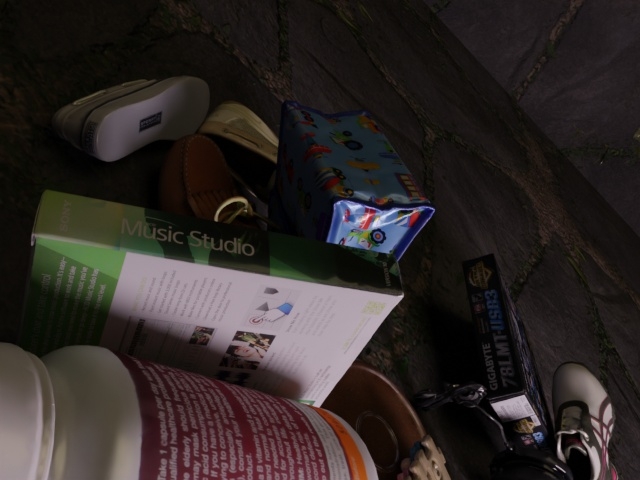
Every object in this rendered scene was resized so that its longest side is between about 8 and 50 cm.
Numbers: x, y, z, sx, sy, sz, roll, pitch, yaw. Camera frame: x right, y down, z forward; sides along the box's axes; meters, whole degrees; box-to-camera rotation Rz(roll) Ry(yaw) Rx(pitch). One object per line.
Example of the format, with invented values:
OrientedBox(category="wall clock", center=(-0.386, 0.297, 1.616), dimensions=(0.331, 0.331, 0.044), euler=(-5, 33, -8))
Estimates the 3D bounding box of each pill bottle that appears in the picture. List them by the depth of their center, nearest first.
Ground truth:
OrientedBox(category="pill bottle", center=(-0.152, 0.216, 0.633), dimensions=(0.392, 0.224, 0.224), euler=(26, 41, -40))

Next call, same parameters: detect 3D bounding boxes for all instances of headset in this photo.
OrientedBox(category="headset", center=(0.278, 0.408, 1.165), dimensions=(0.243, 0.185, 0.394), euler=(-20, 92, -55))

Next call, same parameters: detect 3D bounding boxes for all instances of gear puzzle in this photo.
OrientedBox(category="gear puzzle", center=(0.179, 0.434, 0.977), dimensions=(0.339, 0.044, 0.175), euler=(65, 21, -2))

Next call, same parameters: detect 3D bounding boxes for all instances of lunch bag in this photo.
OrientedBox(category="lunch bag", center=(0.000, 0.000, 1.004), dimensions=(0.138, 0.293, 0.221), euler=(3, 39, -25))

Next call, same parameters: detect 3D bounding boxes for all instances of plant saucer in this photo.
OrientedBox(category="plant saucer", center=(0.066, 0.285, 1.038), dimensions=(0.311, 0.050, 0.310), euler=(34, 36, -29))

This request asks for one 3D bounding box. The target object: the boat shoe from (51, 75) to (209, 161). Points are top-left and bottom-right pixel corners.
OrientedBox(category="boat shoe", center=(-0.249, -0.174, 1.019), dimensions=(0.088, 0.096, 0.267), euler=(22, 32, 17))

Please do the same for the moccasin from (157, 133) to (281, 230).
OrientedBox(category="moccasin", center=(-0.112, 0.019, 0.955), dimensions=(0.139, 0.147, 0.380), euler=(19, 46, -45))

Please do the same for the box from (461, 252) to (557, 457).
OrientedBox(category="box", center=(0.350, 0.223, 1.378), dimensions=(0.293, 0.073, 0.295), euler=(56, 23, -45))

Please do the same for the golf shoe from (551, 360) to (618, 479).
OrientedBox(category="golf shoe", center=(0.457, 0.332, 1.309), dimensions=(0.120, 0.105, 0.272), euler=(40, 41, -48))

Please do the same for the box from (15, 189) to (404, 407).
OrientedBox(category="box", center=(-0.115, 0.076, 0.714), dimensions=(0.322, 0.232, 0.058), euler=(10, 46, -21))

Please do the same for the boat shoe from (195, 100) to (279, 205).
OrientedBox(category="boat shoe", center=(-0.064, -0.090, 1.176), dimensions=(0.302, 0.109, 0.098), euler=(40, 38, -12))
